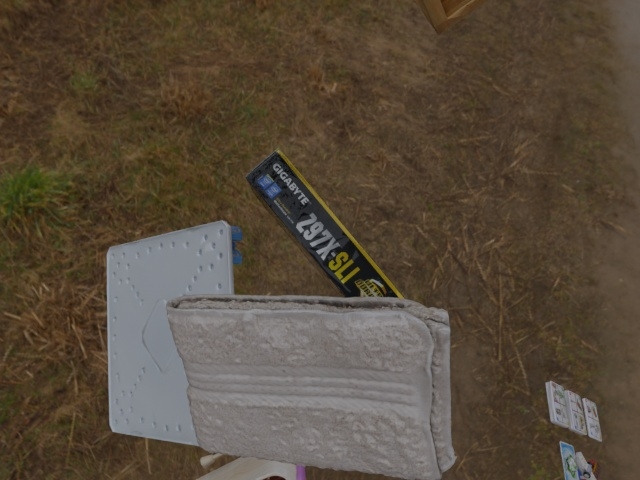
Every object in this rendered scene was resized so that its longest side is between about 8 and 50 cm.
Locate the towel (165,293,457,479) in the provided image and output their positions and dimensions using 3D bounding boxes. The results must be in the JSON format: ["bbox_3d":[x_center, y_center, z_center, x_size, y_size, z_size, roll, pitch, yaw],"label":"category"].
[{"bbox_3d":[-0.012,0.145,0.509,0.283,0.186,0.049,-1,18,16],"label":"towel"}]

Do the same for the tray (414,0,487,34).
[{"bbox_3d":[0.219,-0.347,0.349,0.411,0.203,0.076,-33,64,17],"label":"tray"}]

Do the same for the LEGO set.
[{"bbox_3d":[0.477,0.410,0.962,0.183,0.060,0.244,28,52,-31],"label":"LEGO set"}]

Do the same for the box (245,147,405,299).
[{"bbox_3d":[0.000,0.000,0.923,0.079,0.257,0.322,-40,92,-2],"label":"box"}]

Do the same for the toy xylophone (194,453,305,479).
[{"bbox_3d":[-0.184,0.539,1.136,0.323,0.236,0.081,-25,101,9],"label":"toy xylophone"}]

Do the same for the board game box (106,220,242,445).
[{"bbox_3d":[-0.288,0.183,0.998,0.050,0.390,0.389,6,77,-52],"label":"board game box"}]
